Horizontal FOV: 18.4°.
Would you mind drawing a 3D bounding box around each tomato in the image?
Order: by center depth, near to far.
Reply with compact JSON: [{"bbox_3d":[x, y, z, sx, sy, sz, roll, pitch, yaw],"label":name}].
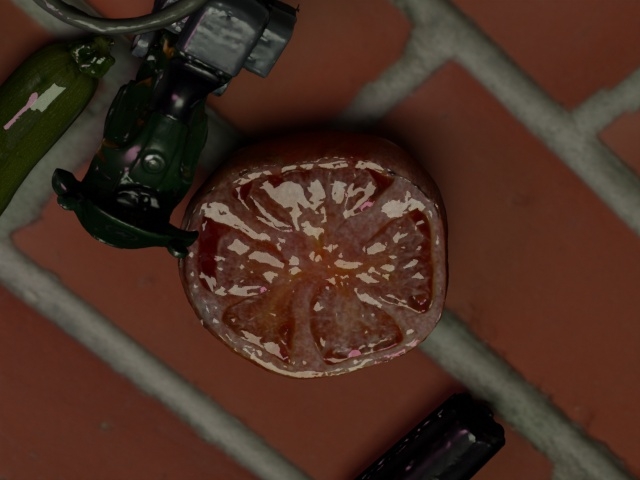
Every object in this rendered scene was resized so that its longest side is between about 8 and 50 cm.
[{"bbox_3d":[0.000,0.000,1.663,0.236,0.095,0.237,2,122,3],"label":"tomato"}]

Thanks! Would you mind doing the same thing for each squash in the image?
[{"bbox_3d":[-0.259,-0.078,1.624,0.069,0.069,0.258,31,116,-19],"label":"squash"}]

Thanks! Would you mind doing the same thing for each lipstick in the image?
[{"bbox_3d":[0.014,0.292,1.861,0.077,0.077,0.418,34,118,-20],"label":"lipstick"}]

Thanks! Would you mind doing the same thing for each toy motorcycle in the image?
[{"bbox_3d":[-0.118,-0.099,1.543,0.124,0.187,0.275,24,118,-15],"label":"toy motorcycle"}]

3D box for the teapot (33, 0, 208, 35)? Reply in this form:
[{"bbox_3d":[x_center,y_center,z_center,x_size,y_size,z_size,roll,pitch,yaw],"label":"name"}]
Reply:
[{"bbox_3d":[-0.140,-0.282,1.405,0.337,0.200,0.270,13,91,-7],"label":"teapot"}]
